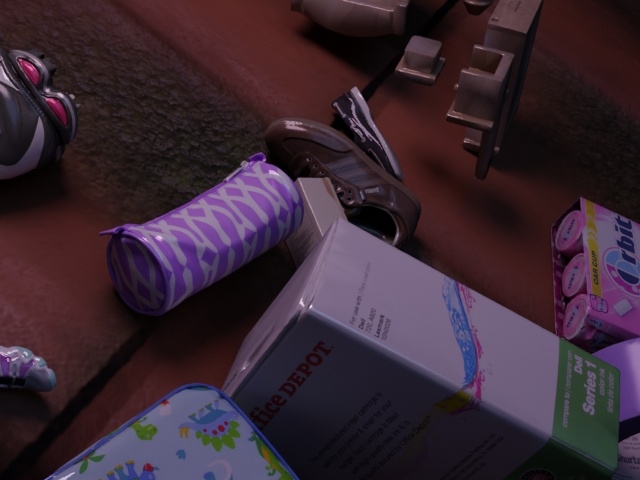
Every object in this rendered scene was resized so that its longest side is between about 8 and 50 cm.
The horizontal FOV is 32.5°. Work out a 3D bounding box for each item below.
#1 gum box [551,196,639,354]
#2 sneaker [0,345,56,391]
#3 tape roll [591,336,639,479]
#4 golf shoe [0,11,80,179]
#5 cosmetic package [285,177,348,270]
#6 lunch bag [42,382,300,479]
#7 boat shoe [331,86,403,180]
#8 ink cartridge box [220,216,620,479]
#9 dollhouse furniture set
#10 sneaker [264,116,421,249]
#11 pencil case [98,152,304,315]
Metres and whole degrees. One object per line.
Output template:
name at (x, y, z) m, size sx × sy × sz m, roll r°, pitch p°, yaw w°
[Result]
gum box at (0.325, 0.053, 1.245) m, size 0.107 × 0.062 × 0.188 m, roll 23°, pitch 45°, yaw -15°
sneaker at (-0.259, 0.109, 0.843) m, size 0.098 × 0.038 × 0.069 m, roll 25°, pitch 46°, yaw 0°
tape roll at (0.325, 0.173, 1.054) m, size 0.189 × 0.189 × 0.080 m, roll 16°, pitch 49°, yaw -22°
golf shoe at (-0.336, -0.168, 0.975) m, size 0.273 × 0.105 × 0.120 m, roll 47°, pitch 52°, yaw 10°
cosmetic package at (0.000, 0.000, 1.081) m, size 0.041 × 0.060 × 0.115 m, roll -1°, pitch 57°, yaw -35°
lunch bag at (-0.114, 0.223, 0.801) m, size 0.176 × 0.090 × 0.219 m, roll 47°, pitch 44°, yaw 10°
boat shoe at (0.052, -0.113, 1.224) m, size 0.125 × 0.038 × 0.046 m, roll 63°, pitch 7°, yaw 16°
ink cartridge box at (0.075, 0.134, 0.915) m, size 0.278 × 0.201 × 0.117 m, roll 29°, pitch 44°, yaw -9°
dollhouse furniture set at (0.068, -0.236, 1.327) m, size 0.355 × 0.174 × 0.303 m, roll 16°, pitch 43°, yaw 12°
sneaker at (0.021, -0.058, 1.137) m, size 0.188 × 0.066 × 0.071 m, roll 31°, pitch 45°, yaw -7°
pencil case at (-0.101, -0.009, 1.001) m, size 0.206 × 0.086 × 0.088 m, roll -35°, pitch 112°, yaw -46°
